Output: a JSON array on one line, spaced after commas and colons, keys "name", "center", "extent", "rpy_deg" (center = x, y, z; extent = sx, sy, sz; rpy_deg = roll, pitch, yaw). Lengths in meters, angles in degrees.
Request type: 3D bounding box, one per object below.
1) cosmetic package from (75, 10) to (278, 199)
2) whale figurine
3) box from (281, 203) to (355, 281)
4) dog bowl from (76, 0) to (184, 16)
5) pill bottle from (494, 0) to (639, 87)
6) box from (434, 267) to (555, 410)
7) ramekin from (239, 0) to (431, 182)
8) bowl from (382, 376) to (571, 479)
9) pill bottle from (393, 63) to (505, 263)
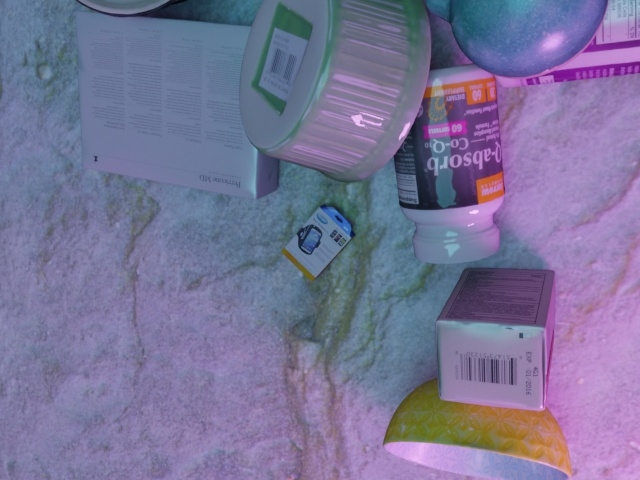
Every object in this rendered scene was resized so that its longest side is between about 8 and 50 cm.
[{"name": "cosmetic package", "center": [-0.254, -0.246, 1.169], "extent": [0.377, 0.097, 0.285], "rpy_deg": [12, 108, 19]}, {"name": "whale figurine", "center": [0.214, -0.323, 0.744], "extent": [0.216, 0.141, 0.272], "rpy_deg": [-18, 87, 24]}, {"name": "box", "center": [0.000, 0.000, 1.175], "extent": [0.081, 0.028, 0.136], "rpy_deg": [45, 115, 5]}, {"name": "dog bowl", "center": [-0.284, -0.573, 1.054], "extent": [0.407, 0.150, 0.408], "rpy_deg": [6, 108, 20]}, {"name": "pill bottle", "center": [0.377, -0.297, 0.843], "extent": [0.301, 0.169, 0.169], "rpy_deg": [-1, 105, 23]}, {"name": "box", "center": [0.269, 0.137, 0.984], "extent": [0.148, 0.232, 0.127], "rpy_deg": [1, 106, 23]}, {"name": "ramekin", "center": [0.003, -0.244, 0.941], "extent": [0.303, 0.148, 0.304], "rpy_deg": [-18, 69, 56]}, {"name": "bowl", "center": [0.254, 0.283, 1.060], "extent": [0.289, 0.289, 0.156], "rpy_deg": [1, 64, 23]}, {"name": "pill bottle", "center": [0.191, -0.116, 0.982], "extent": [0.162, 0.162, 0.279], "rpy_deg": [-4, 104, 24]}]
